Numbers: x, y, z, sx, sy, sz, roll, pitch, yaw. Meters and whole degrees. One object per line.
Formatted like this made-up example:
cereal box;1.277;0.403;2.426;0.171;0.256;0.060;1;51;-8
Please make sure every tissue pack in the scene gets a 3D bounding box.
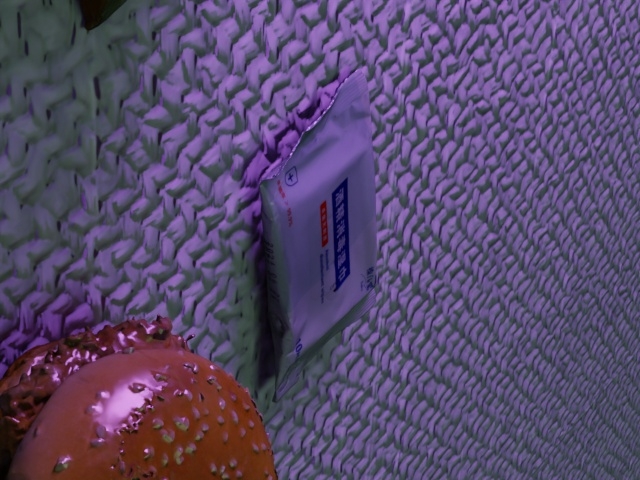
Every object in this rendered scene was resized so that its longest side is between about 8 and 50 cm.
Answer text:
tissue pack;0.000;0.000;0.911;0.122;0.026;0.193;-44;144;-40

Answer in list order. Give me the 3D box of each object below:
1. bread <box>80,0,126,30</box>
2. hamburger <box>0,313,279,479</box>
bread;-0.064;-0.155;0.622;0.074;0.084;0.139;-48;148;-38
hamburger;-0.096;0.130;0.699;0.182;0.118;0.191;36;59;-55
